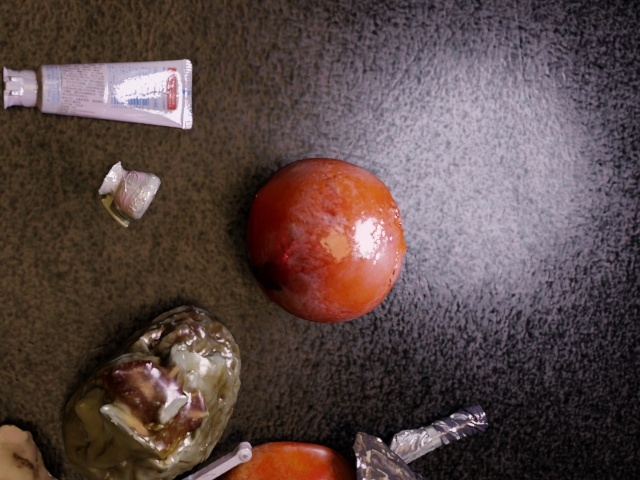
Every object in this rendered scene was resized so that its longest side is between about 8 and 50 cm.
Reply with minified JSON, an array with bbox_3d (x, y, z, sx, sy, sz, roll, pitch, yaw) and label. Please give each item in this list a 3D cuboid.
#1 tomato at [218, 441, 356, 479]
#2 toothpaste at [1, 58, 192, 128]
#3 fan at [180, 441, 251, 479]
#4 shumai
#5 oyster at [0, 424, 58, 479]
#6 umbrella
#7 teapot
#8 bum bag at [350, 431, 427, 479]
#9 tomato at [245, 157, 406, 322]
[{"bbox_3d":[-0.036,0.389,1.209,0.236,0.095,0.237,-1,95,-14],"label":"tomato"},{"bbox_3d":[-0.274,-0.187,1.130,0.234,0.057,0.089,-1,96,-20],"label":"toothpaste"},{"bbox_3d":[-0.210,0.347,1.185,0.282,0.023,0.057,-28,101,-2],"label":"fan"},{"bbox_3d":[-0.193,0.207,1.099,0.189,0.218,0.256,42,81,-8],"label":"shumai"},{"bbox_3d":[-0.437,0.353,1.105,0.275,0.100,0.271,44,81,-1],"label":"oyster"},{"bbox_3d":[0.145,0.278,1.273,0.188,0.046,0.050,-21,95,-6],"label":"umbrella"},{"bbox_3d":[-0.247,-0.058,1.144,0.064,0.064,0.083,30,118,-7],"label":"teapot"},{"bbox_3d":[0.120,0.356,1.212,0.248,0.102,0.069,41,110,-19],"label":"bum bag"},{"bbox_3d":[0.000,0.000,1.129,0.184,0.208,0.208,-3,95,-16],"label":"tomato"}]
